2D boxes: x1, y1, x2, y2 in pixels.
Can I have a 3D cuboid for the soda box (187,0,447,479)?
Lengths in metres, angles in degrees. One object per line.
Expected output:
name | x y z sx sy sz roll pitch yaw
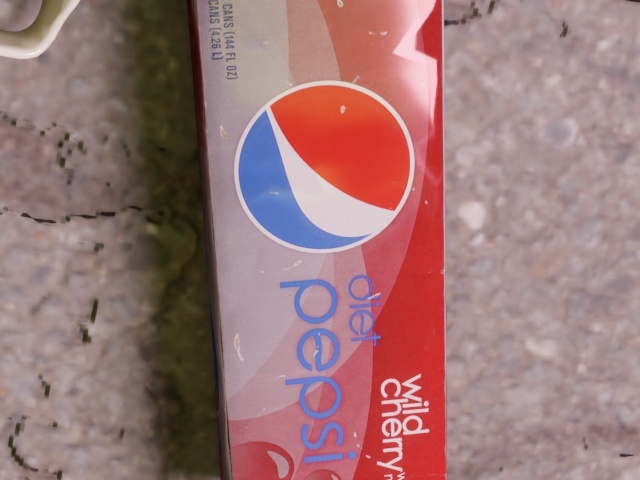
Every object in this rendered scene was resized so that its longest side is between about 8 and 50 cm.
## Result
soda box | 0.000 0.000 0.583 0.092 0.083 0.263 -5 114 -6

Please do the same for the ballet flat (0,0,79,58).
ballet flat | -0.158 -0.088 0.522 0.342 0.116 0.124 -47 130 7
